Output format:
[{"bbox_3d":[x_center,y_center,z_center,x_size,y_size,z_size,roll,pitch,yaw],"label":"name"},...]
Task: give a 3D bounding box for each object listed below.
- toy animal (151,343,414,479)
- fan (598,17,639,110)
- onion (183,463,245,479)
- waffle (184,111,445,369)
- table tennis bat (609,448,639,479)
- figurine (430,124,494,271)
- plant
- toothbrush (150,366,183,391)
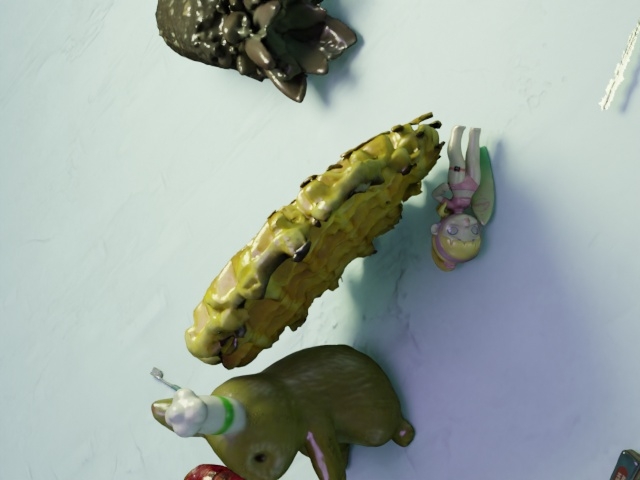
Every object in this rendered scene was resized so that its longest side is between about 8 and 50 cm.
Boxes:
[{"bbox_3d":[-0.061,0.245,1.751,0.181,0.363,0.180,-19,85,49],"label":"toy animal"},{"bbox_3d":[0.389,-0.302,1.566,0.191,0.009,0.329,29,103,45],"label":"fan"},{"bbox_3d":[-0.122,0.356,1.975,0.150,0.150,0.140,0,54,48],"label":"onion"},{"bbox_3d":[0.000,0.000,1.704,0.095,0.380,0.382,47,131,10],"label":"waffle"},{"bbox_3d":[0.304,0.360,1.560,0.154,0.021,0.274,39,115,43],"label":"table tennis bat"},{"bbox_3d":[0.176,-0.052,1.728,0.083,0.083,0.187,7,96,48],"label":"figurine"},{"bbox_3d":[-0.103,-0.315,1.995,0.321,0.182,0.194,19,99,52],"label":"plant"},{"bbox_3d":[-0.223,0.235,2.169,0.167,0.011,0.014,24,97,47],"label":"toothbrush"}]
